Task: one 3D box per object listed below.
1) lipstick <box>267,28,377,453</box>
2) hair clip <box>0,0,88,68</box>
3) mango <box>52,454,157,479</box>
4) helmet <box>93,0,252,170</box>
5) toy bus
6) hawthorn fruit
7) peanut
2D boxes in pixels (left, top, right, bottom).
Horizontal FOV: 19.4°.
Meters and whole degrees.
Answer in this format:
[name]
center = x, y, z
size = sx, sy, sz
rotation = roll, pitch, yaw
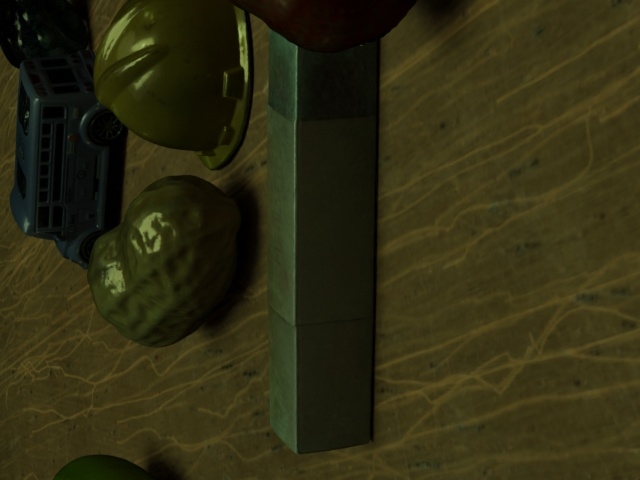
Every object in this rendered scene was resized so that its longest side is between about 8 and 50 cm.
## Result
[lipstick]
center = 0.000, 0.000, 1.633
size = 0.076, 0.080, 0.371
rotation = -142, 48, -62
[hair clip]
center = -0.430, -0.377, 2.536
size = 0.194, 0.206, 0.310
rotation = -147, 52, -70
[mango]
center = -0.251, 0.376, 2.336
size = 0.343, 0.156, 0.192
rotation = -166, 69, -67
[helmet]
center = -0.168, -0.181, 1.974
size = 0.257, 0.140, 0.205
rotation = 121, 139, -55
[toy bus]
center = -0.339, -0.099, 2.475
size = 0.125, 0.133, 0.292
rotation = -119, 30, -47
[hawthorn fruit]
center = 0.021, -0.254, 1.386
size = 0.235, 0.181, 0.181
rotation = -55, 41, 32
[peanut]
center = -0.170, 0.023, 2.025
size = 0.313, 0.152, 0.152
rotation = 137, 125, -64
